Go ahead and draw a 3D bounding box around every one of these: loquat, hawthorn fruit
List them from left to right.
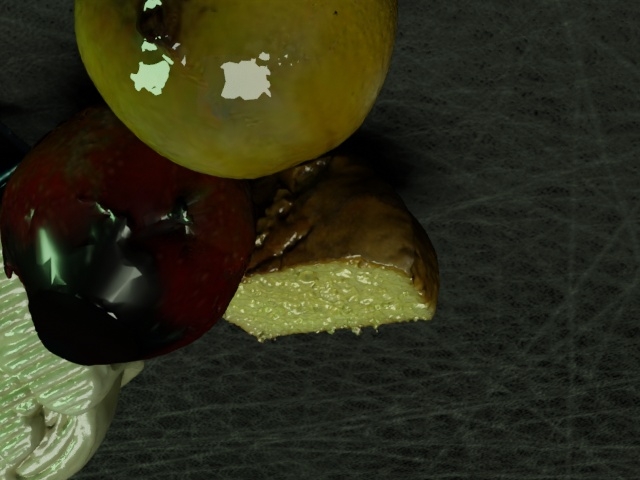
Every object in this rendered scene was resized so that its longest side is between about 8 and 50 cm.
[{"bbox_3d":[-0.216,-0.004,1.479,0.315,0.316,0.316,1,138,1],"label":"hawthorn fruit"},{"bbox_3d":[-0.071,-0.223,1.322,0.328,0.328,0.359,-30,169,29],"label":"loquat"}]

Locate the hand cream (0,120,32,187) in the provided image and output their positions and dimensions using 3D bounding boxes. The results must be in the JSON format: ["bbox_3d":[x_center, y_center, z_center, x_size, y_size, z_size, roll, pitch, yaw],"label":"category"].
[{"bbox_3d":[-0.463,-0.041,1.551,0.270,0.120,0.061,-46,159,-11],"label":"hand cream"}]

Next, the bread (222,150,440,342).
[{"bbox_3d":[0.000,0.000,1.628,0.340,0.179,0.194,-10,144,37],"label":"bread"}]

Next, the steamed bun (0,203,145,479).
[{"bbox_3d":[-0.393,0.126,1.714,0.342,0.255,0.368,-34,92,22],"label":"steamed bun"}]
